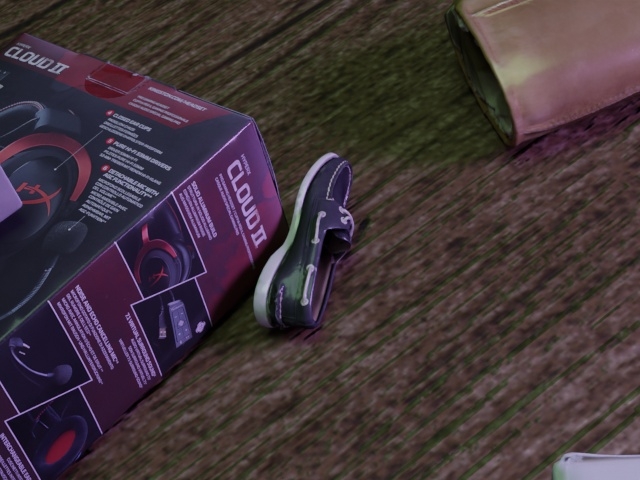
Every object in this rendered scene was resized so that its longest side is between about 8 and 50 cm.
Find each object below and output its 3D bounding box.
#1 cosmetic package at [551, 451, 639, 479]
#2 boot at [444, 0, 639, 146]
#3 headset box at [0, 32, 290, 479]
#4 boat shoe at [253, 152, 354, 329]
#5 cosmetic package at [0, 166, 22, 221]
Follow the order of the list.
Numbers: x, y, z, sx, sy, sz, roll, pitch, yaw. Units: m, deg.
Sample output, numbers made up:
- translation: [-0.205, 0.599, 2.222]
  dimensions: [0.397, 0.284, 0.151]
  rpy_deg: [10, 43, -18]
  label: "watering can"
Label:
- translation: [0.260, 0.170, 0.393]
  dimensions: [0.365, 0.155, 0.197]
  rpy_deg: [-4, 52, 7]
  label: "cosmetic package"
- translation: [0.211, -0.192, 0.878]
  dimensions: [0.269, 0.089, 0.236]
  rpy_deg: [-20, 42, -2]
  label: "boot"
- translation: [-0.176, 0.004, 0.772]
  dimensions: [0.218, 0.110, 0.293]
  rpy_deg: [23, 55, 35]
  label: "headset box"
- translation: [0.000, 0.000, 0.770]
  dimensions: [0.038, 0.046, 0.125]
  rpy_deg: [7, 50, 24]
  label: "boat shoe"
- translation: [-0.285, -0.061, 0.719]
  dimensions: [0.127, 0.107, 0.238]
  rpy_deg: [-41, 48, -20]
  label: "cosmetic package"
